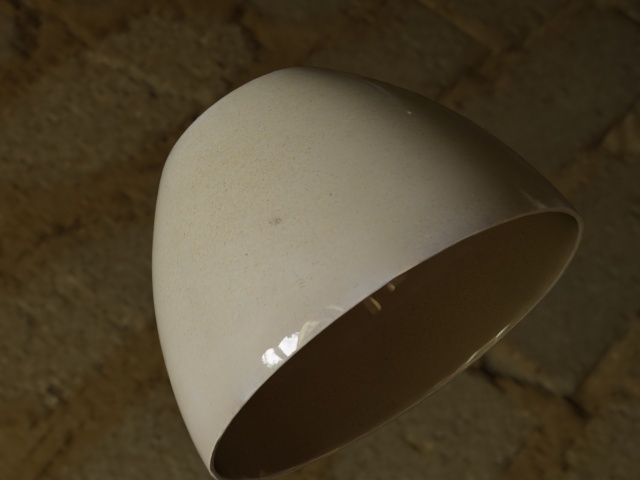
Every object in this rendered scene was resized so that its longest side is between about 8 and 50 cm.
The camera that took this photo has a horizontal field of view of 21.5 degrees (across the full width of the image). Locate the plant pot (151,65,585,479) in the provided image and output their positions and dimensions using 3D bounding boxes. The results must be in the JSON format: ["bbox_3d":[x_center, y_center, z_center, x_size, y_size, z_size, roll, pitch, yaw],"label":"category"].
[{"bbox_3d":[0.000,0.000,1.100,0.284,0.191,0.284,-31,-21,-13],"label":"plant pot"}]
